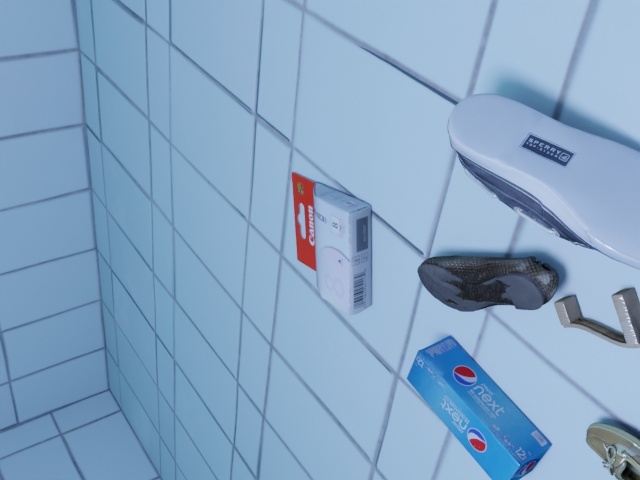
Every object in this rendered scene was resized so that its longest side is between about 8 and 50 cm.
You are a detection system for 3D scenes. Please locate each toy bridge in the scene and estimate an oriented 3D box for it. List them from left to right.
[{"bbox_3d":[0.339,0.085,0.780,0.188,0.026,0.063,-19,90,59],"label":"toy bridge"}]

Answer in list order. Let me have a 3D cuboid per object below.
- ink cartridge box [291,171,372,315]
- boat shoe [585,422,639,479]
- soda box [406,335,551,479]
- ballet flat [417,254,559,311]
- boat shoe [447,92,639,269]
[{"bbox_3d":[0.000,0.000,1.244,0.232,0.066,0.189,25,126,45],"label":"ink cartridge box"},{"bbox_3d":[0.361,0.267,0.806,0.153,0.048,0.056,39,154,38],"label":"boat shoe"},{"bbox_3d":[0.218,0.239,1.009,0.210,0.067,0.071,49,142,33],"label":"soda box"},{"bbox_3d":[0.216,0.049,0.937,0.084,0.058,0.250,55,157,-13],"label":"ballet flat"},{"bbox_3d":[0.265,-0.050,0.766,0.301,0.108,0.102,34,166,29],"label":"boat shoe"}]
